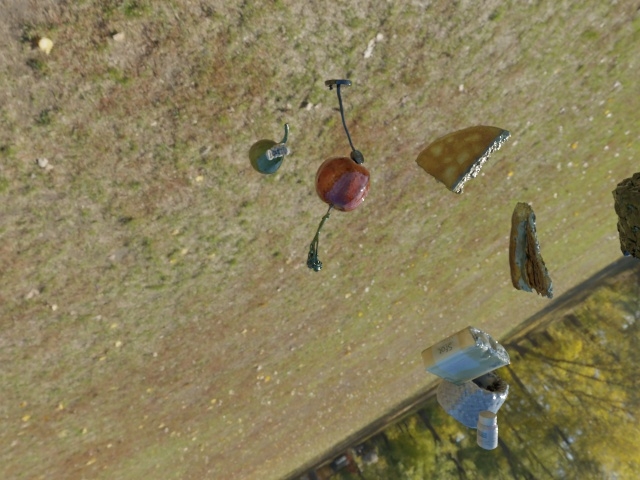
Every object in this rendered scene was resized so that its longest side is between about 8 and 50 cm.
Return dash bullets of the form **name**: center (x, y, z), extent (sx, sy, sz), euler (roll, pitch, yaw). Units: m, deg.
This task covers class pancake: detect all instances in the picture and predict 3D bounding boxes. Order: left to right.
- **pancake**: center (0.566, 0.055, 1.285), extent (0.057, 0.244, 0.265), euler (-8, 123, 6)

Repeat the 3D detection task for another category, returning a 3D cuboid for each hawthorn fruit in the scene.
- **hawthorn fruit**: center (0.076, -0.204, 1.939), extent (0.271, 0.242, 0.242), euler (-62, 159, -10)

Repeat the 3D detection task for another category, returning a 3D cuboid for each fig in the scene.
- **fig**: center (-0.188, -0.379, 1.931), extent (0.245, 0.149, 0.149), euler (-40, 157, 31)

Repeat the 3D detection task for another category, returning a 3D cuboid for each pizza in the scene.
- **pizza**: center (0.484, -0.315, 1.649), extent (0.087, 0.257, 0.268), euler (28, 109, -39)

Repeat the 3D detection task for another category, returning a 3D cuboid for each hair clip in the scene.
- **hair clip**: center (-0.128, -0.293, 1.522), extent (0.072, 0.034, 0.226), euler (-14, -165, 5)

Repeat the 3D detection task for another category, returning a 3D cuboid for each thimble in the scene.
- **thimble**: center (0.555, 0.550, 1.723), extent (0.246, 0.217, 0.157), euler (12, 114, -36)

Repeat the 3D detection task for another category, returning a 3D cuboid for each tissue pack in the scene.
- **tissue pack**: center (0.471, 0.381, 1.550), extent (0.186, 0.090, 0.222), euler (32, 130, -25)

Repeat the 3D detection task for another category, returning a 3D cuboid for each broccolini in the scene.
- **broccolini**: center (-0.003, -0.002, 1.377), extent (0.054, 0.194, 0.052), euler (5, 156, 28)

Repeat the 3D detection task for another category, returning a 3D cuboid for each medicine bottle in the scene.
- **medicine bottle**: center (0.448, 0.508, 1.274), extent (0.052, 0.089, 0.052), euler (-1, -173, 0)

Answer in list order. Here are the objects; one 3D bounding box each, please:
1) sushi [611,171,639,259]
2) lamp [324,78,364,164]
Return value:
- **sushi**: center (0.775, -0.068, 0.890), extent (0.352, 0.178, 0.294), euler (-21, -163, 8)
- **lamp**: center (0.123, -0.501, 1.964), extent (0.109, 0.370, 0.130), euler (-18, 177, 38)
